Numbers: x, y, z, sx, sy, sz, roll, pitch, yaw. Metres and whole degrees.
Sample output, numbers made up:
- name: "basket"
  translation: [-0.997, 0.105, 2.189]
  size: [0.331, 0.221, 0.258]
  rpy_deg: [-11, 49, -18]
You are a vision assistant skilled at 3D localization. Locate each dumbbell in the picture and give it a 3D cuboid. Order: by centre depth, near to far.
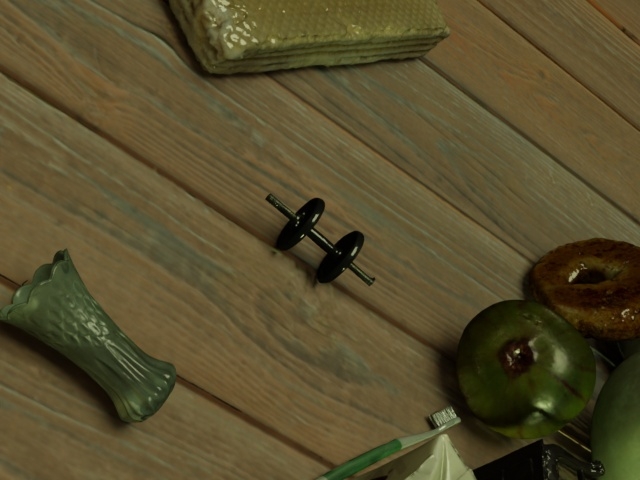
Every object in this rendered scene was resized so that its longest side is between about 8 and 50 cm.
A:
- name: "dumbbell"
  translation: [0.000, 0.000, 1.262]
  size: [0.147, 0.069, 0.069]
  rpy_deg: [40, 41, -15]

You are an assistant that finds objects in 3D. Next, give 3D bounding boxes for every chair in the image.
- name: "chair"
  translation: [0.178, 0.262, 1.215]
  size: [0.229, 0.106, 0.113]
  rpy_deg: [24, 48, -32]

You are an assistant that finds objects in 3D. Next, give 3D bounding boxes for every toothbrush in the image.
- name: "toothbrush"
  translation: [0.065, 0.210, 1.210]
  size: [0.257, 0.018, 0.024]
  rpy_deg: [-17, 72, -49]

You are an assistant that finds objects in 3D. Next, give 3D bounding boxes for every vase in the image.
- name: "vase"
  translation: [-0.188, 0.086, 1.012]
  size: [0.149, 0.081, 0.081]
  rpy_deg: [46, 39, -14]

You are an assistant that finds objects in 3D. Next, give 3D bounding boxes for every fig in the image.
- name: "fig"
  translation: [0.245, 0.157, 1.380]
  size: [0.259, 0.151, 0.151]
  rpy_deg: [35, 34, -64]

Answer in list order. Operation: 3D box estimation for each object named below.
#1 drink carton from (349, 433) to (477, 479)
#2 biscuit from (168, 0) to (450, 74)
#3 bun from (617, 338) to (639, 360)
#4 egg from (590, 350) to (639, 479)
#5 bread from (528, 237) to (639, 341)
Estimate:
- name: "drink carton"
  translation: [-0.008, 0.297, 0.936]
  size: [0.132, 0.194, 0.324]
  rpy_deg: [57, 39, 2]
- name: "biscuit"
  translation: [-0.004, -0.277, 1.458]
  size: [0.426, 0.078, 0.144]
  rpy_deg: [-13, 73, -48]
- name: "bun"
  translation: [0.507, 0.148, 1.581]
  size: [0.273, 0.168, 0.273]
  rpy_deg: [34, 38, -31]
- name: "egg"
  translation: [0.455, 0.271, 1.364]
  size: [0.352, 0.258, 0.258]
  rpy_deg: [44, 40, -10]
- name: "bread"
  translation: [0.351, 0.062, 1.507]
  size: [0.193, 0.193, 0.064]
  rpy_deg: [-53, 145, -50]
